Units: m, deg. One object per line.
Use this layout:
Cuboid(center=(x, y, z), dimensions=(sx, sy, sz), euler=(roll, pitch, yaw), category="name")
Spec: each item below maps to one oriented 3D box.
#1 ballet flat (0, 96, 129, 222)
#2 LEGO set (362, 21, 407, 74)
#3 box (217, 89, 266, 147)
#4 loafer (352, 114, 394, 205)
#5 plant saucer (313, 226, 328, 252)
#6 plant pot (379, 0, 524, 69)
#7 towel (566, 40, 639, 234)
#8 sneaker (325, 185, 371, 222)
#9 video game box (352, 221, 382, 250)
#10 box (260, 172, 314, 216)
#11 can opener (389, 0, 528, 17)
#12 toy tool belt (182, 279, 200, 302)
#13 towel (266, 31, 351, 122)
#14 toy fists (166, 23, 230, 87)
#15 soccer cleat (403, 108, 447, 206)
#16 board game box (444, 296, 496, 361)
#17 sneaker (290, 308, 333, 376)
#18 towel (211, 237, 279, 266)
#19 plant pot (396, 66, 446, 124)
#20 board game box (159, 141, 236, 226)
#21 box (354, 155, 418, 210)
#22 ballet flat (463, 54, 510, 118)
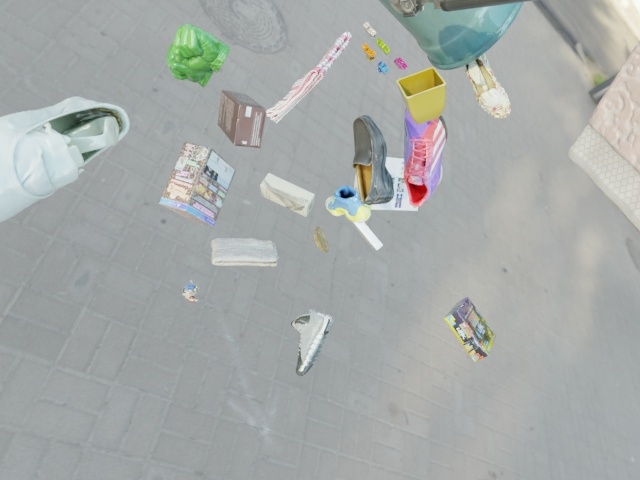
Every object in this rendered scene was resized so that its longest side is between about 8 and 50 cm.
Cuboid(center=(-0.450, -0.162, 0.729), dimensions=(0.139, 0.139, 0.400), euler=(37, 27, -20), category="ballet flat")
Cuboid(center=(0.227, -0.724, 1.649), dimensions=(0.227, 0.087, 0.093), euler=(46, 10, -6), category="LEGO set")
Cuboid(center=(-0.394, -0.605, 2.079), dimensions=(0.143, 0.191, 0.381), euler=(2, 28, -25), category="box")
Cuboid(center=(0.088, -0.148, 0.785), dimensions=(0.061, 0.062, 0.170), euler=(-15, 89, -33), category="loafer")
Cuboid(center=(0.000, 0.000, 1.256), dimensions=(0.083, 0.015, 0.083), euler=(56, 21, -35), category="plant saucer")
Cuboid(center=(0.319, -0.712, 1.157), dimensions=(0.334, 0.341, 0.341), euler=(21, 56, -31), category="plant pot")
Cuboid(center=(0.678, -0.197, 0.852), dimensions=(0.053, 0.317, 0.332), euler=(-8, 53, -12), category="towel")
Cuboid(center=(0.080, -0.146, 1.453), dimensions=(0.091, 0.240, 0.126), euler=(-40, 123, -17), category="sneaker")
Cuboid(center=(0.221, -0.044, 2.100), dimensions=(0.048, 0.187, 0.205), euler=(-40, 91, -1), category="video game box")
Cuboid(center=(-0.171, -0.236, 2.192), dimensions=(0.275, 0.113, 0.094), euler=(25, 65, 9), category="box")
Cuboid(center=(0.219, -0.407, 0.646), dimensions=(0.095, 0.283, 0.076), euler=(-51, 134, -18), category="can opener")
Cuboid(center=(-0.412, 0.160, 1.349), dimensions=(0.052, 0.083, 0.051), euler=(5, 101, -26), category="toy tool belt")
Cuboid(center=(-0.019, -0.310, 0.790), dimensions=(0.029, 0.144, 0.197), euler=(43, 45, -18), category="towel")
Cuboid(center=(-0.380, -0.545, 1.262), dimensions=(0.142, 0.279, 0.096), euler=(26, 80, -27), category="toy fists")
Cuboid(center=(0.264, -0.216, 1.107), dimensions=(0.116, 0.108, 0.318), euler=(-60, 153, -22), category="soccer cleat")
Cuboid(center=(0.430, 0.247, 1.204), dimensions=(0.141, 0.048, 0.170), euler=(57, 28, 10), category="board game box")
Cuboid(center=(-0.059, 0.344, 1.472), dimensions=(0.132, 0.086, 0.229), euler=(25, 82, 20), category="sneaker")
Cuboid(center=(-0.326, 0.049, 1.817), dimensions=(0.282, 0.049, 0.187), euler=(1, 26, -15), category="towel")
Cuboid(center=(0.212, -0.292, 0.877), dimensions=(0.083, 0.081, 0.081), euler=(65, 11, -45), category="plant pot")
Cuboid(center=(-0.530, -0.240, 1.853), dimensions=(0.232, 0.141, 0.291), euler=(44, 64, -67), category="board game box")
Cuboid(center=(0.298, -0.249, 1.840), dimensions=(0.321, 0.058, 0.233), euler=(0, 105, -26), category="box")
Cuboid(center=(0.507, -0.481, 1.316), dimensions=(0.077, 0.091, 0.241), euler=(-36, 95, -46), category="ballet flat")
